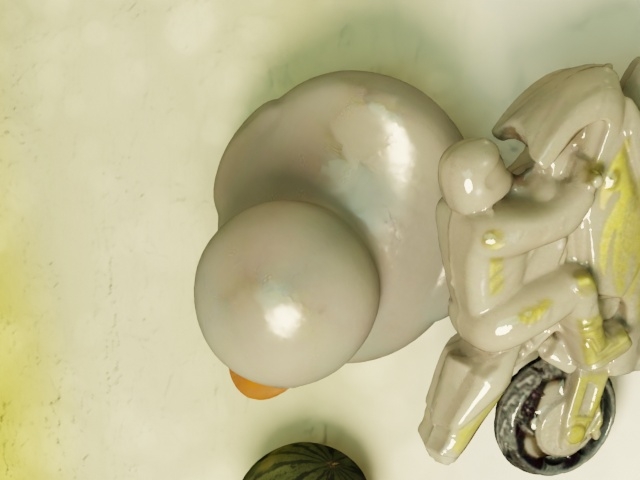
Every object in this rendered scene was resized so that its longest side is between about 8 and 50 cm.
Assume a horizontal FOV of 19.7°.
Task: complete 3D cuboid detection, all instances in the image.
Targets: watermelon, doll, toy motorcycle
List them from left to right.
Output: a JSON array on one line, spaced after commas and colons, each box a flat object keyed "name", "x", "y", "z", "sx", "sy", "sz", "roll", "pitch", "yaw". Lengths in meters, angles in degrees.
[{"name": "watermelon", "x": -0.019, "y": 0.216, "z": 1.428, "sx": 0.105, "sy": 0.105, "sz": 0.133, "roll": 41, "pitch": 131, "yaw": 9}, {"name": "doll", "x": 0.000, "y": 0.000, "z": 1.331, "sx": 0.221, "sy": 0.221, "sz": 0.251, "roll": 30, "pitch": 106, "yaw": 12}, {"name": "toy motorcycle", "x": 0.166, "y": 0.006, "z": 1.289, "sx": 0.223, "sy": 0.108, "sz": 0.341, "roll": 12, "pitch": 105, "yaw": -28}]
